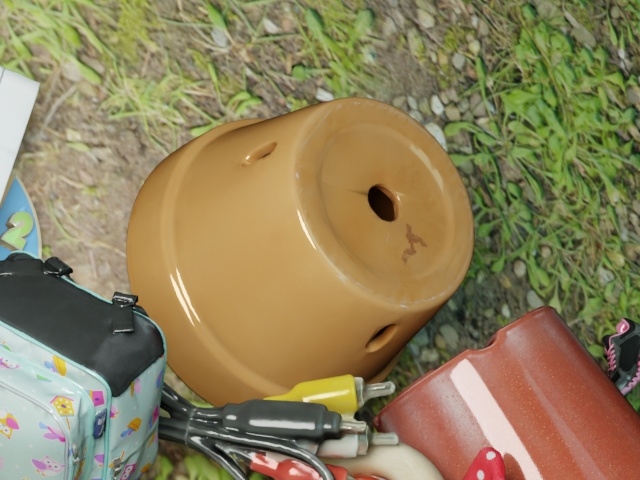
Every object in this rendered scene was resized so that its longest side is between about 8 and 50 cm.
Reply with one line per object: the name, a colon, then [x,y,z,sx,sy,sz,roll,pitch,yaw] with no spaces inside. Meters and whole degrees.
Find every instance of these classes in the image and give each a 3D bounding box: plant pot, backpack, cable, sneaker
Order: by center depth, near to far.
backpack: [-0.208,0.128,1.229,0.165,0.188,0.144,23,49,19]
cable: [-0.081,0.165,1.333,0.287,0.072,0.140,5,68,7]
plant pot: [0.000,0.000,1.442,0.290,0.203,0.291,17,59,-31]
plant pot: [0.200,0.221,1.468,0.272,0.272,0.265,-23,76,-42]
sneaker: [0.327,0.129,1.748,0.057,0.047,0.119,34,48,3]

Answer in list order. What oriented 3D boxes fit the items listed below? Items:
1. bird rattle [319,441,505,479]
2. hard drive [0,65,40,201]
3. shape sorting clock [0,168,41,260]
bird rattle: [0.054,0.255,1.347,0.143,0.253,0.207,10,30,-53]
hard drive: [-0.414,-0.097,1.240,0.353,0.047,0.233,24,57,-18]
shape sorting clock: [-0.321,-0.006,1.304,0.206,0.040,0.206,17,60,-31]
